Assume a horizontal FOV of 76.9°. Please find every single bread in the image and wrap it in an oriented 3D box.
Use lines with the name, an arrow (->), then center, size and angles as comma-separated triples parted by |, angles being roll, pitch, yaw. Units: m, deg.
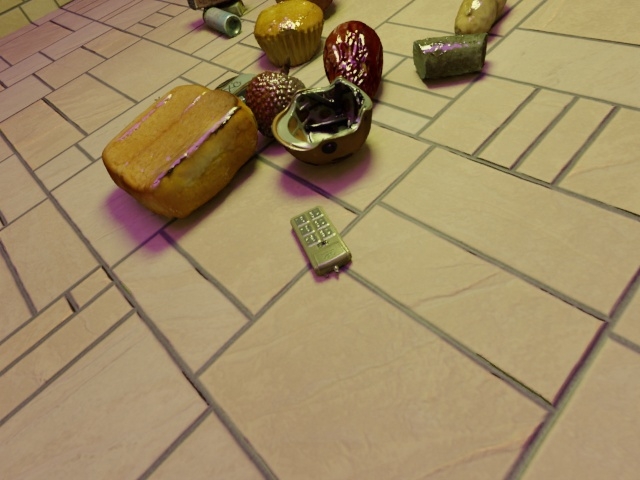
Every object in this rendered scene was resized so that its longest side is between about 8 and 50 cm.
bread -> -0.335, -0.220, 0.981 | 0.327, 0.148, 0.337 | 26, 68, 36
bread -> -0.096, -0.662, 1.271 | 0.239, 0.139, 0.240 | -8, 50, 10

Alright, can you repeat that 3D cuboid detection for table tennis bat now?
table tennis bat -> -0.231, -0.423, 1.197 | 0.173, 0.022, 0.301 | -30, 47, -7

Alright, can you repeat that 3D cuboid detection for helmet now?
helmet -> 0.015, -0.246, 0.903 | 0.224, 0.130, 0.199 | -28, 52, 2

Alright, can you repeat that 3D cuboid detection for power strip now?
power strip -> 0.000, 0.000, 0.773 | 0.076, 0.028, 0.169 | -25, 49, -5

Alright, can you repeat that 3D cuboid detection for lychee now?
lychee -> -0.104, -0.349, 0.992 | 0.164, 0.198, 0.165 | 15, 18, -5

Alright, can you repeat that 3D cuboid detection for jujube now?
jujube -> 0.081, -0.439, 1.027 | 0.167, 0.168, 0.237 | -1, 68, 16

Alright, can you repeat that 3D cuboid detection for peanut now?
peanut -> 0.450, -0.646, 1.112 | 0.101, 0.117, 0.263 | 32, 62, 11

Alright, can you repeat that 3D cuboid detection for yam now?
yam -> 0.325, -0.461, 1.006 | 0.182, 0.107, 0.107 | -4, 51, 13

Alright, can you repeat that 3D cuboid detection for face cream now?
face cream -> -0.390, -0.852, 1.560 | 0.075, 0.075, 0.229 | -38, 51, -15

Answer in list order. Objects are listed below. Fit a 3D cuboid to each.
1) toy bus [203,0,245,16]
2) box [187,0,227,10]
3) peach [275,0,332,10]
toy bus -> -0.397, -0.945, 1.652 | 0.171, 0.057, 0.072 | 2, 60, 19
box -> -0.407, -0.972, 1.583 | 0.223, 0.069, 0.120 | -28, 44, -18
peach -> -0.059, -0.906, 1.391 | 0.251, 0.253, 0.253 | -9, 50, 10
